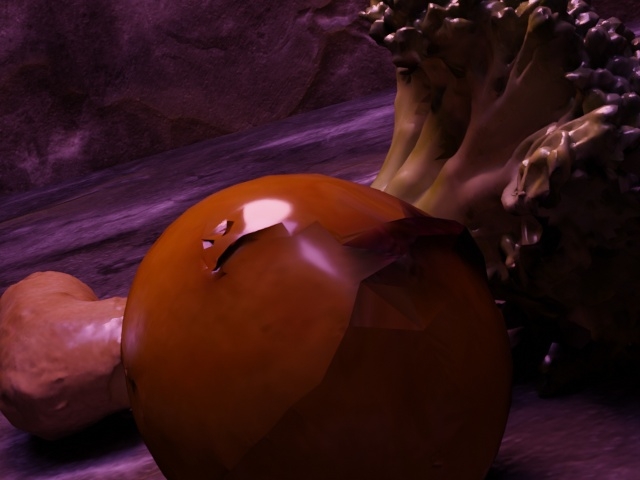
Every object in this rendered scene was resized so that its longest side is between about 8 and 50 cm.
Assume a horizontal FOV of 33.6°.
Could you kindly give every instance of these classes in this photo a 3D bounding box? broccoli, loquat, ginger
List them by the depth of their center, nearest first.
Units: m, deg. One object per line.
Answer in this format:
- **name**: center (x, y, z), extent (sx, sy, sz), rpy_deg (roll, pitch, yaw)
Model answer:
- **loquat**: center (-0.001, 0.072, 0.631), extent (0.235, 0.235, 0.235), rpy_deg (-16, 13, 4)
- **broccoli**: center (0.158, -0.061, 0.795), extent (0.324, 0.272, 0.334), rpy_deg (3, 41, -42)
- **ginger**: center (-0.233, 0.106, 0.973), extent (0.152, 0.138, 0.267), rpy_deg (-22, 18, -34)

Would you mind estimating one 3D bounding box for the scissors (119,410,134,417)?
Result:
- **scissors**: center (-0.119, 0.141, 0.931), extent (0.085, 0.022, 0.176), rpy_deg (-28, 14, -25)
